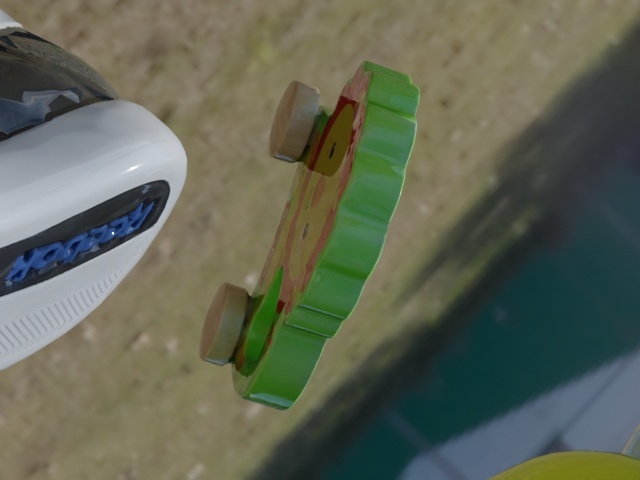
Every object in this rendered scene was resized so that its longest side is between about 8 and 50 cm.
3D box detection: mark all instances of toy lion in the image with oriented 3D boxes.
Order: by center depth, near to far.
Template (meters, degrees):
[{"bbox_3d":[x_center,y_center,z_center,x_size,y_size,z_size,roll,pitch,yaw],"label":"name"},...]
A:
[{"bbox_3d":[0.000,0.000,0.534,0.096,0.034,0.100,-120,-132,-76],"label":"toy lion"}]

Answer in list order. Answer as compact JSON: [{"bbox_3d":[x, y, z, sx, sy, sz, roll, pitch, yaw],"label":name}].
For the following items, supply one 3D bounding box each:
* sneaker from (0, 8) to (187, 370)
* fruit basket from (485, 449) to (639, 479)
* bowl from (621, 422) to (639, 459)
[{"bbox_3d":[-0.122,-0.018,0.337,0.079,0.121,0.217,-55,166,19],"label":"sneaker"},{"bbox_3d":[-0.015,0.209,0.497,0.392,0.283,0.392,-12,161,-4],"label":"fruit basket"},{"bbox_3d":[0.198,0.105,0.881,0.142,0.053,0.142,-56,-156,19],"label":"bowl"}]
